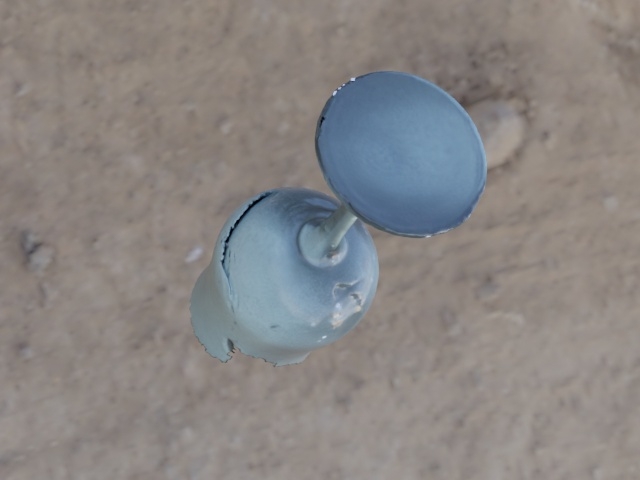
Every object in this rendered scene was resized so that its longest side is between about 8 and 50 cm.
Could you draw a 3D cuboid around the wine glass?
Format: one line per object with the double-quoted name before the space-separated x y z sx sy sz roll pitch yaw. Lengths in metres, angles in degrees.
"wine glass" 0.000 0.000 0.825 0.079 0.195 0.079 8 65 -18
